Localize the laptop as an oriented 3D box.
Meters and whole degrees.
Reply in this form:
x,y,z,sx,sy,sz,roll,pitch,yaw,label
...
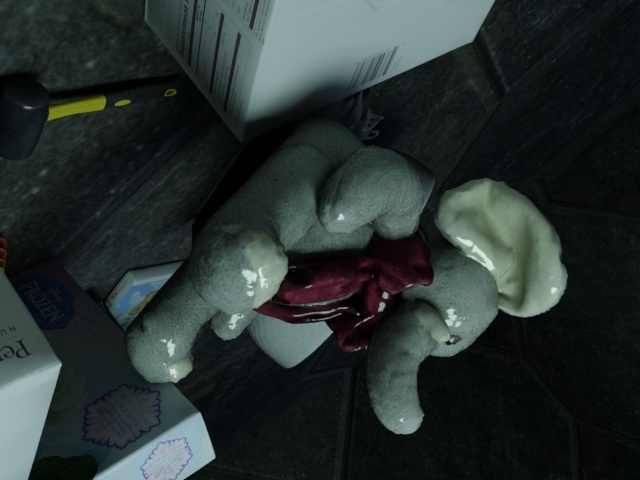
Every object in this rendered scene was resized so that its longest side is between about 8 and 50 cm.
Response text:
x,y,z,sx,sy,sz,roll,pitch,yaw,label
-0.042,-0.054,0.963,0.264,0.136,0.234,-16,154,-52,laptop

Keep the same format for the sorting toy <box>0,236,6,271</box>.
x,y,z,sx,sy,sz,roll,pitch,yaw,label
-0.333,0.028,0.732,0.102,0.042,0.061,-28,161,-29,sorting toy

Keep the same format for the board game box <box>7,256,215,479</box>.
x,y,z,sx,sy,sz,roll,pitch,yaw,label
-0.313,0.172,0.709,0.318,0.319,0.065,-30,131,-27,board game box

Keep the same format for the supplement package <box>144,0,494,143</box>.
x,y,z,sx,sy,sz,roll,pitch,yaw,label
0.020,-0.229,0.602,0.262,0.145,0.204,-28,161,-29,supplement package

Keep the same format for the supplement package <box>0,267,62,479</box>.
x,y,z,sx,sy,sz,roll,pitch,yaw,label
-0.310,0.050,0.445,0.199,0.262,0.198,-26,160,-38,supplement package

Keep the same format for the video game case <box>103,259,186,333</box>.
x,y,z,sx,sy,sz,roll,pitch,yaw,label
-0.243,0.097,1.145,0.193,0.023,0.212,-47,162,27,video game case

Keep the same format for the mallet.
x,y,z,sx,sy,sz,roll,pitch,yaw,label
-0.186,-0.122,0.664,0.190,0.039,0.062,-30,160,-41,mallet

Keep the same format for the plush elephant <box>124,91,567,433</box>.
x,y,z,sx,sy,sz,roll,pitch,yaw,label
0.037,0.035,0.673,0.272,0.255,0.330,-44,-172,50,plush elephant

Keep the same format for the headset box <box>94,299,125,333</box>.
x,y,z,sx,sy,sz,roll,pitch,yaw,label
-0.339,0.224,1.030,0.283,0.131,0.246,-29,158,-11,headset box

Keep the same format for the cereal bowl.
x,y,z,sx,sy,sz,roll,pitch,yaw,label
0.000,0.000,1.100,0.339,0.141,0.339,-52,-176,5,cereal bowl
